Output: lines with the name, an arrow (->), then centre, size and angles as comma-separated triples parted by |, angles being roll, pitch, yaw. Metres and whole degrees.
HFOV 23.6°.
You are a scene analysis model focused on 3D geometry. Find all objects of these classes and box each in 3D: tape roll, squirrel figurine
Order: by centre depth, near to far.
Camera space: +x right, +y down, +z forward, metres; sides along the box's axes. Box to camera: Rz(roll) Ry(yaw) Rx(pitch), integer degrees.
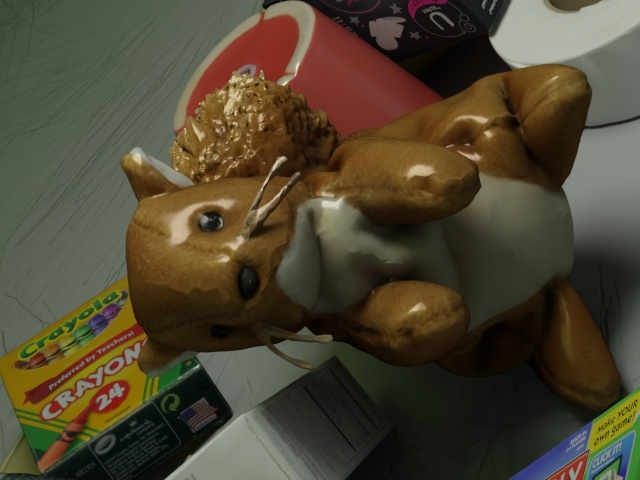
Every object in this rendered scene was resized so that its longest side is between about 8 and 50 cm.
squirrel figurine -> 0.000, 0.000, 1.301 | 0.370, 0.281, 0.397 | -11, 17, -21
tape roll -> 0.306, -0.252, 1.524 | 0.286, 0.100, 0.286 | -31, 35, 25

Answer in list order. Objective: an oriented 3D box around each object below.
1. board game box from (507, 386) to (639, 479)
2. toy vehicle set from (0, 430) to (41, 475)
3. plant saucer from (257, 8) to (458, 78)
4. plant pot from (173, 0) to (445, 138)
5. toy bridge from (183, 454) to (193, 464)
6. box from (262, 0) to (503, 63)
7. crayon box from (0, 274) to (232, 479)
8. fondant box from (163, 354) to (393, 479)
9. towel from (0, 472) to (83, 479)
board game box -> 0.152, 0.248, 1.068 | 0.317, 0.046, 0.213 | -53, 15, 55
toy vehicle set -> -0.351, 0.338, 1.740 | 0.166, 0.035, 0.267 | 0, 55, 52
plant saucer -> 0.073, -0.275, 1.863 | 0.333, 0.081, 0.333 | -41, 31, 12
plant pot -> -0.004, -0.100, 1.601 | 0.275, 0.243, 0.275 | -32, 34, 26
toy bridge -> -0.170, 0.300, 1.567 | 0.063, 0.026, 0.188 | 0, 55, 53
box -> 0.086, -0.294, 1.634 | 0.247, 0.142, 0.163 | -11, 45, 52
crayon box -> -0.246, 0.154, 1.729 | 0.202, 0.081, 0.318 | -34, 30, -7
fondant box -> -0.080, 0.226, 1.303 | 0.238, 0.096, 0.330 | -41, -6, 12
towel -> -0.293, 0.395, 1.512 | 0.312, 0.056, 0.324 | -5, 72, 46
